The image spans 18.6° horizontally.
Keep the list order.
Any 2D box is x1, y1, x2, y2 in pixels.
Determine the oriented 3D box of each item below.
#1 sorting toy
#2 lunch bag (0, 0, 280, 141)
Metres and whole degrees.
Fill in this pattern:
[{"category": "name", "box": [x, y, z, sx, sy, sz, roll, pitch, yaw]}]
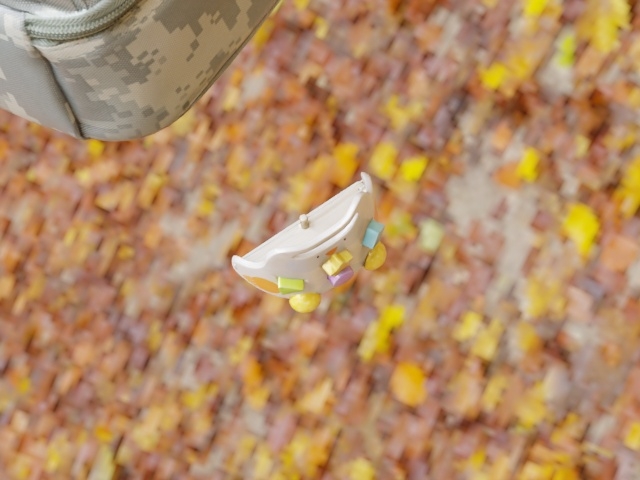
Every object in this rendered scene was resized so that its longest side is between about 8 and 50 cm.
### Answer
[{"category": "sorting toy", "box": [0.000, 0.000, 0.968, 0.083, 0.045, 0.075, -33, -10, -5]}, {"category": "lunch bag", "box": [-0.159, -0.216, 0.868, 0.305, 0.256, 0.212, 25, 68, 29]}]
